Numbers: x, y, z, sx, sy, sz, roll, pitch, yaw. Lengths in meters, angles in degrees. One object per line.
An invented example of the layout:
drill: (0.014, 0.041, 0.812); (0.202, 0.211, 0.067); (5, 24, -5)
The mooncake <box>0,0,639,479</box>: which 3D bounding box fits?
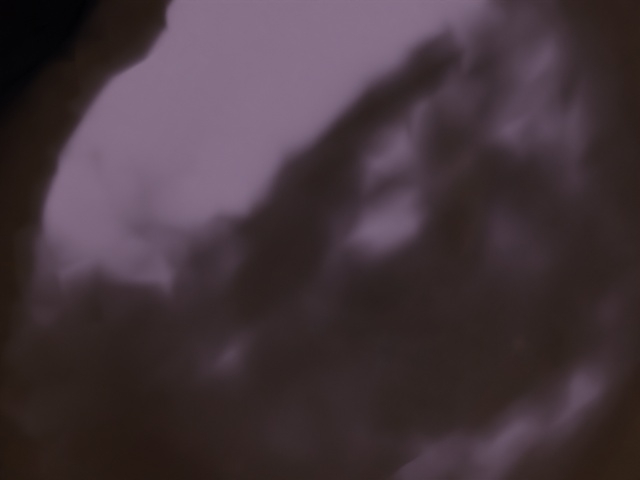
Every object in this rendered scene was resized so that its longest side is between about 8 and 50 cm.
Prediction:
mooncake: (0.000, 0.000, 0.819); (0.467, 0.262, 0.467); (-11, 112, -29)
